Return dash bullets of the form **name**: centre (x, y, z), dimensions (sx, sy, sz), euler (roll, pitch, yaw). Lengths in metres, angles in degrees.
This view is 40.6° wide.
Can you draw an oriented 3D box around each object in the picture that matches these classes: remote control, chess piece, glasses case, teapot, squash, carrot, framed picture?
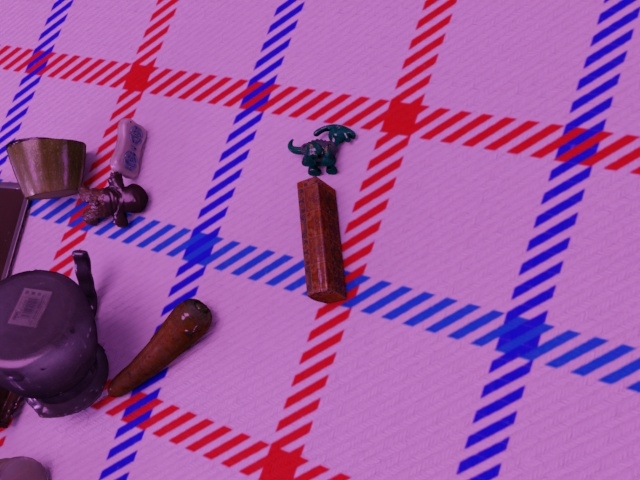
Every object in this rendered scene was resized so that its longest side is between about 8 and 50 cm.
- **remote control**: centre (-0.407, -0.195, 1.834), dimensions (0.032, 0.074, 0.122), euler (-1, 73, 29)
- **chess piece**: centre (-0.667, 0.495, 1.704), dimensions (0.243, 0.133, 0.133), euler (-10, 68, 30)
- **glasses case**: centre (0.000, 0.000, 1.552), dimensions (0.049, 0.075, 0.218), euler (-16, 66, 24)
- **teapot**: centre (-0.525, 0.186, 1.661), dimensions (0.224, 0.285, 0.305), euler (-16, 53, -6)
- **squash**: centre (-0.586, -0.156, 1.873), dimensions (0.170, 0.170, 0.122), euler (-11, 86, 24)
- **carrot**: centre (-0.322, 0.224, 1.655), dimensions (0.298, 0.078, 0.078), euler (-43, 59, 15)
- **framed picture**: centre (-0.769, -0.006, 1.991), dimensions (0.217, 0.016, 0.273), euler (5, 76, 28)

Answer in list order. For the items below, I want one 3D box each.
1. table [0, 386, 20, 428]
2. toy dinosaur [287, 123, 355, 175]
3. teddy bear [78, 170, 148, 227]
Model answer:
- **table**: centre (-0.720, 0.268, 1.778), dimensions (0.193, 0.172, 0.169), euler (16, 81, 35)
- **toy dinosaur**: centre (-0.001, -0.176, 1.632), dimensions (0.133, 0.059, 0.096), euler (2, 65, 19)
- **teddy bear**: centre (-0.442, -0.081, 1.803), dimensions (0.161, 0.078, 0.119), euler (-7, 97, 19)
